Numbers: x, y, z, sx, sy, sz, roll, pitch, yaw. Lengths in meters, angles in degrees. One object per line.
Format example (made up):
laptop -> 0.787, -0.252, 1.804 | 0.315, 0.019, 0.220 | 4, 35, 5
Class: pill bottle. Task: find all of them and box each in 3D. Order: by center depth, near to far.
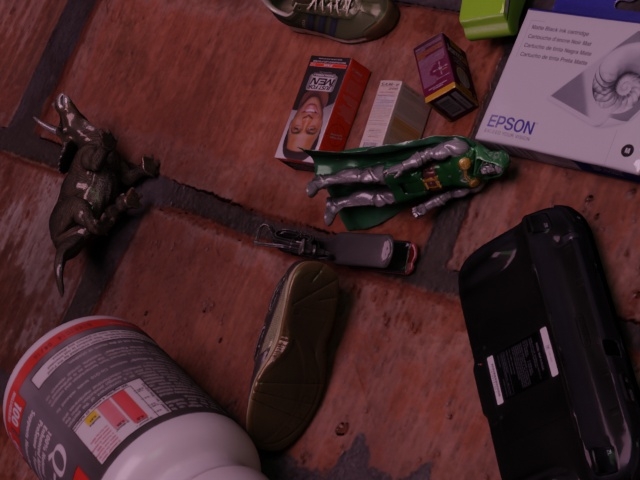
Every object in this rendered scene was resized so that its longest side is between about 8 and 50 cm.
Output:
pill bottle -> -0.197, 0.252, 1.551 | 0.363, 0.210, 0.210 | 36, 95, 46

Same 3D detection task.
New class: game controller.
game controller -> 0.226, 0.121, 1.367 | 0.166, 0.067, 0.319 | -40, 47, 39

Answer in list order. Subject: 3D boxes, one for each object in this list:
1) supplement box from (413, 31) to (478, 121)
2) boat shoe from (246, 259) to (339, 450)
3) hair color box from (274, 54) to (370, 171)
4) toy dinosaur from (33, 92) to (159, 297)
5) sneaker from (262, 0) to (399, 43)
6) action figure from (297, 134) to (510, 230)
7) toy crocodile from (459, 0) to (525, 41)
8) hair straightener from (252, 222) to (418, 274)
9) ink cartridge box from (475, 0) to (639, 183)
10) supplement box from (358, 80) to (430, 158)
supplement box -> 0.145, -0.188, 1.580 | 0.043, 0.055, 0.083 | -28, 54, 27
boat shoe -> -0.035, 0.129, 1.575 | 0.073, 0.080, 0.223 | -154, 79, -74
hair color box -> 0.003, -0.156, 1.696 | 0.072, 0.043, 0.141 | 10, 77, 42
toy dinosaur -> -0.319, -0.056, 1.902 | 0.160, 0.121, 0.313 | -20, 61, 47
sneaker -> 0.001, -0.297, 1.735 | 0.192, 0.086, 0.064 | 12, 78, 43
action figure -> 0.102, -0.070, 1.527 | 0.232, 0.137, 0.063 | -12, 44, 27
toy crocodile -> 0.217, -0.389, 1.593 | 0.115, 0.105, 0.340 | -7, 70, 38
hair straightener -> 0.000, 0.000, 1.589 | 0.230, 0.089, 0.047 | 12, 87, 43
ink cartridge box -> 0.296, -0.183, 1.451 | 0.223, 0.045, 0.224 | 17, 81, 45
supplement box -> 0.086, -0.130, 1.597 | 0.036, 0.062, 0.098 | 8, 74, 45
